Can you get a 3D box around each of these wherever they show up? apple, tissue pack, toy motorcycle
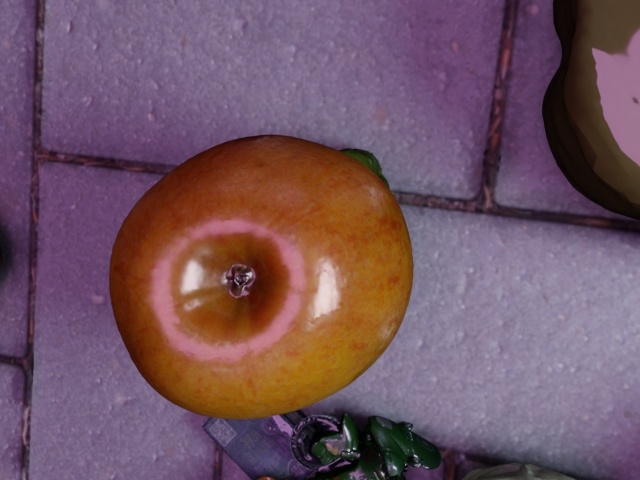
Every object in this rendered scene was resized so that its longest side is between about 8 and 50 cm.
[{"bbox_3d":[-0.058,0.036,0.708,0.299,0.275,0.298,1,94,14],"label":"apple"},{"bbox_3d":[-0.075,0.277,0.972,0.156,0.051,0.112,44,109,6],"label":"tissue pack"},{"bbox_3d":[0.072,0.342,0.900,0.187,0.125,0.274,-11,100,3],"label":"toy motorcycle"}]

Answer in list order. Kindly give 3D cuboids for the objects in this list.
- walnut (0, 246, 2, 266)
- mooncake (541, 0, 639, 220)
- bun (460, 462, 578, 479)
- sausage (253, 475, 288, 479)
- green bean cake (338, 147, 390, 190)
[{"bbox_3d":[-0.554,0.016,1.031,0.162,0.140,0.140,46,106,18],"label":"walnut"},{"bbox_3d":[0.448,-0.179,0.662,0.467,0.262,0.466,1,95,15],"label":"mooncake"},{"bbox_3d":[0.232,0.377,0.838,0.283,0.179,0.283,-2,112,-4],"label":"bun"},{"bbox_3d":[-0.089,0.475,0.955,0.097,0.094,0.348,14,112,15],"label":"sausage"},{"bbox_3d":[0.000,0.000,0.883,0.214,0.113,0.200,-18,94,17],"label":"green bean cake"}]
